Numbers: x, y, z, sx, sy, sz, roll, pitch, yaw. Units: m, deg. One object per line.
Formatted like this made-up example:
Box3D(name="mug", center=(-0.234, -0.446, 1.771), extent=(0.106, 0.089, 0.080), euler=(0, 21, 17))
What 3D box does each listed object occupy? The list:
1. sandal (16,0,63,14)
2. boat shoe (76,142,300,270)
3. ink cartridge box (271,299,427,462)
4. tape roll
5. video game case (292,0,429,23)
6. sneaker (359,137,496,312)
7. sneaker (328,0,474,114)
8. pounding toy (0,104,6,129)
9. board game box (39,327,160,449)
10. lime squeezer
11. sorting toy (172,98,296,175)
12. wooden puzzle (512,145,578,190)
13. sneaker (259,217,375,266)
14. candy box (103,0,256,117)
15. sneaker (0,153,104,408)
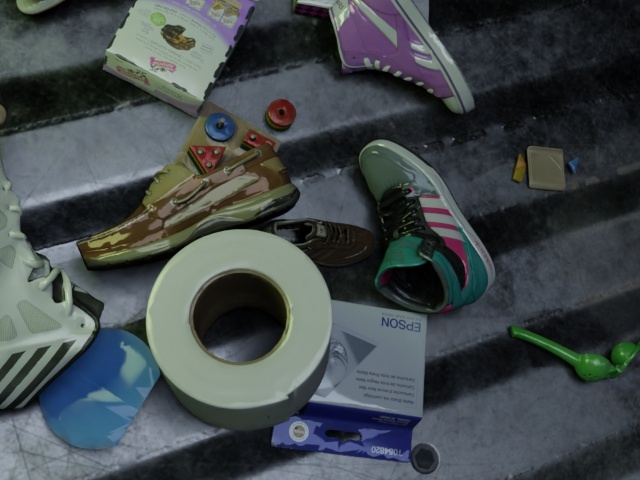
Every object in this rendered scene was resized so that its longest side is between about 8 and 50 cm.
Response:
Box3D(name="sandal", center=(-0.339, -0.413, 1.582), extent=(0.265, 0.076, 0.102), euler=(-31, 54, -2))
Box3D(name="boat shoe", center=(-0.194, -0.050, 1.473), extent=(0.323, 0.122, 0.120), euler=(-20, 88, -16))
Box3D(name="ink cartridge box", center=(0.046, 0.203, 1.522), extent=(0.223, 0.045, 0.224), euler=(9, 72, -14))
Box3D(name="tape roll", center=(-0.106, 0.126, 1.406), extent=(0.246, 0.169, 0.246), euler=(1, 71, -2))
Box3D(name="video game case", center=(0.071, -0.464, 1.733), extent=(0.232, 0.042, 0.210), euler=(6, 73, -15))
Box3D(name="sneaker", center=(0.127, -0.006, 1.553), extent=(0.295, 0.124, 0.178), euler=(52, 41, 2))
Box3D(name="sneaker", center=(0.123, -0.293, 1.683), extent=(0.161, 0.102, 0.282), euler=(-37, 105, 10))
Box3D(name="pounding toy", center=(-0.538, -0.197, 1.442), extent=(0.206, 0.094, 0.181), euler=(27, 69, -8))
Box3D(name="board game box", center=(-0.303, 0.205, 1.422), extent=(0.133, 0.033, 0.169), euler=(27, 73, 12))
Box3D(name="lime squeezer", center=(0.459, 0.173, 1.662), extent=(0.310, 0.059, 0.110), euler=(-6, 46, -17))
Box3D(name="sorting toy", center=(-0.144, -0.126, 1.565), extent=(0.132, 0.046, 0.275), euler=(29, 68, -6))
Box3D(name="wooden puzzle", center=(0.379, -0.121, 1.739), extent=(0.116, 0.014, 0.079), euler=(11, 75, -13))
Box3D(name="sneaker", center=(0.000, 0.000, 1.556), extent=(0.188, 0.071, 0.066), euler=(0, 74, -16))
Box3D(name="candy box", center=(-0.217, -0.314, 1.587), extent=(0.164, 0.070, 0.196), euler=(28, 67, -7))
Box3D(name="sneaker", center=(-0.411, 0.010, 1.365), extent=(0.257, 0.169, 0.448), euler=(8, 94, -25))
